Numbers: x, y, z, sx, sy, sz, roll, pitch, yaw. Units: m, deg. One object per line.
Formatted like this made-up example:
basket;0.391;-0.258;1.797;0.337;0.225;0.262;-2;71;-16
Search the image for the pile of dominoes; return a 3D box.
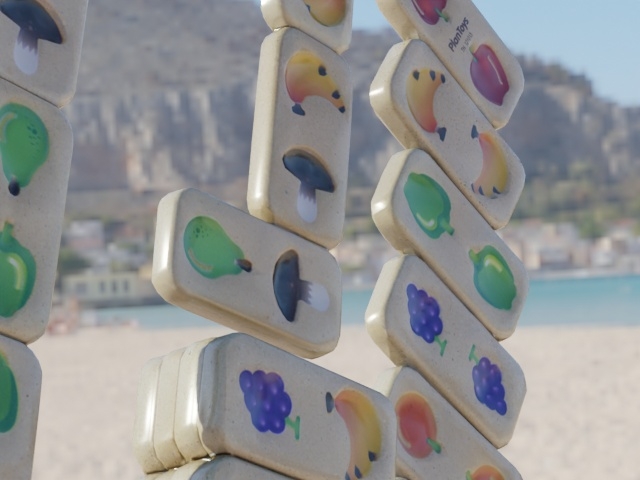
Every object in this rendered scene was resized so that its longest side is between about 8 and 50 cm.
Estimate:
pile of dominoes;0.000;0.000;0.470;0.040;0.251;0.196;-20;-34;40
